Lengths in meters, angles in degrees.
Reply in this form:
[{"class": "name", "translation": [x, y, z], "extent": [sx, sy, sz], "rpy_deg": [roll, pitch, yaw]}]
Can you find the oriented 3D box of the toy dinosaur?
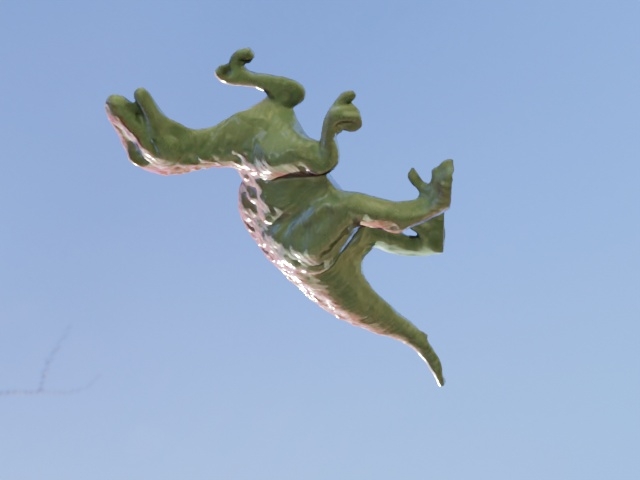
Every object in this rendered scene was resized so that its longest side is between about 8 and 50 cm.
[{"class": "toy dinosaur", "translation": [0.000, 0.000, 0.666], "extent": [0.167, 0.053, 0.242], "rpy_deg": [-15, -54, 7]}]
